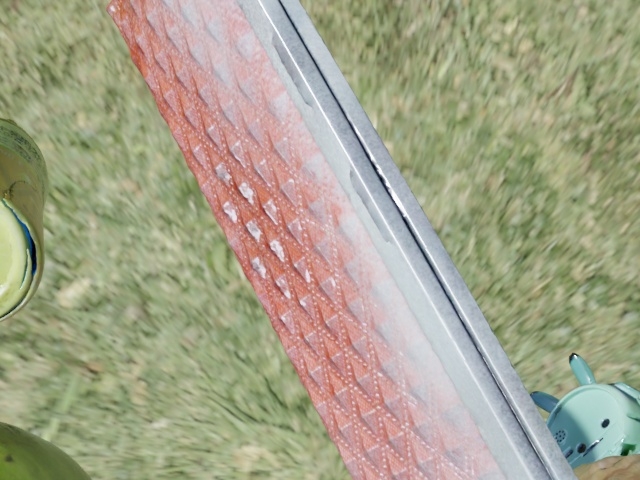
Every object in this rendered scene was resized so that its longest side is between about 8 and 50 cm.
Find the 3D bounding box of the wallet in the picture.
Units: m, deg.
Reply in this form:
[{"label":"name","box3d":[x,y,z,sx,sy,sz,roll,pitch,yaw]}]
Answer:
[{"label":"wallet","box3d":[0.000,0.000,0.501,0.020,0.103,0.196,-26,82,-26]}]

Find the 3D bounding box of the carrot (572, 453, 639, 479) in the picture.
[{"label":"carrot","box3d":[0.169,0.153,0.819,0.102,0.263,0.102,-5,108,-17]}]

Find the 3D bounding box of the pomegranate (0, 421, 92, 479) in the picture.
[{"label":"pomegranate","box3d":[-0.258,0.195,1.265,0.190,0.159,0.241,-44,44,-3]}]

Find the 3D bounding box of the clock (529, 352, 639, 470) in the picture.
[{"label":"clock","box3d":[0.211,0.153,1.432,0.041,0.135,0.101,28,113,-37]}]

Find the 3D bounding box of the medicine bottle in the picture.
[{"label":"medicine bottle","box3d":[-0.284,-0.026,1.520,0.124,0.239,0.124,-3,113,-7]}]
